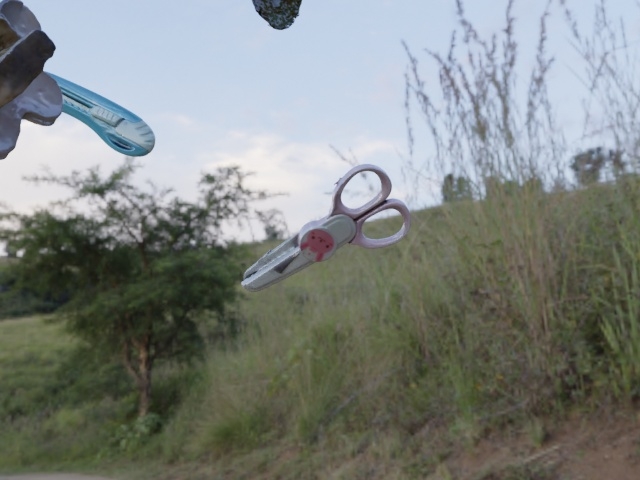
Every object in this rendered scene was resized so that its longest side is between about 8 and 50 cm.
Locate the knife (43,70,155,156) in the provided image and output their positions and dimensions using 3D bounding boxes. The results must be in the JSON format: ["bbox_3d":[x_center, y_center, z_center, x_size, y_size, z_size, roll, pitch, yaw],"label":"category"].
[{"bbox_3d":[-0.341,-0.189,1.037,0.222,0.064,0.031,28,-15,3],"label":"knife"}]

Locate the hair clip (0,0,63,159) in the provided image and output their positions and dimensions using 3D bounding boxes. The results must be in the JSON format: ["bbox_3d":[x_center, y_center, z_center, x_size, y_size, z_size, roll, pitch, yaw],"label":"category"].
[{"bbox_3d":[-0.285,-0.093,0.556,0.075,0.257,0.146,12,-28,27],"label":"hair clip"}]

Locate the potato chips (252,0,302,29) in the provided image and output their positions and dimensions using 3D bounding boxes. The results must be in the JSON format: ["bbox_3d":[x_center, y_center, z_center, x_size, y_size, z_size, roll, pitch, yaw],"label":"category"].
[{"bbox_3d":[-0.076,-0.392,0.968,0.142,0.209,0.026,17,-17,-28],"label":"potato chips"}]

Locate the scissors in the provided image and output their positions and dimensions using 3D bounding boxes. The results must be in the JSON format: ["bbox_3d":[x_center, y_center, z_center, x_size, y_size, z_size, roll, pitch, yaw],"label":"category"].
[{"bbox_3d":[0.000,0.000,0.935,0.242,0.118,0.030,-33,23,8],"label":"scissors"}]
